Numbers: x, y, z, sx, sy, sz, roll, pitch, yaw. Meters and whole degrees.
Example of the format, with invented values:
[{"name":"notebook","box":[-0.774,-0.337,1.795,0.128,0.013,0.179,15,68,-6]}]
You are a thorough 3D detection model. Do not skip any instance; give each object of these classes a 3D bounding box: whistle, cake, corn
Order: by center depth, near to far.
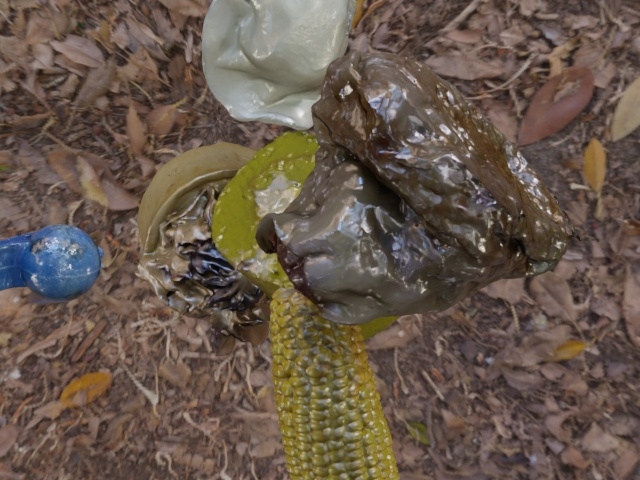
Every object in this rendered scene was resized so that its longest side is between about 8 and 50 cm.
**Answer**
[{"name":"corn","box":[0.016,0.188,0.647,0.101,0.101,0.310,-15,99,-5]},{"name":"whistle","box":[-0.284,0.028,0.747,0.090,0.158,0.090,6,105,25]},{"name":"cake","box":[0.000,0.000,0.812,0.179,0.260,0.156,-48,131,-3]},{"name":"cake","box":[-0.151,0.024,1.279,0.332,0.321,0.332,-11,124,-17]}]

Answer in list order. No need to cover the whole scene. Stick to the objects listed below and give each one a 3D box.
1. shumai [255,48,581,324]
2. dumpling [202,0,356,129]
[{"name":"shumai","box":[0.056,-0.024,0.570,0.185,0.184,0.218,-37,146,29]},{"name":"dumpling","box":[-0.068,-0.334,1.111,0.243,0.187,0.318,-3,121,-21]}]
